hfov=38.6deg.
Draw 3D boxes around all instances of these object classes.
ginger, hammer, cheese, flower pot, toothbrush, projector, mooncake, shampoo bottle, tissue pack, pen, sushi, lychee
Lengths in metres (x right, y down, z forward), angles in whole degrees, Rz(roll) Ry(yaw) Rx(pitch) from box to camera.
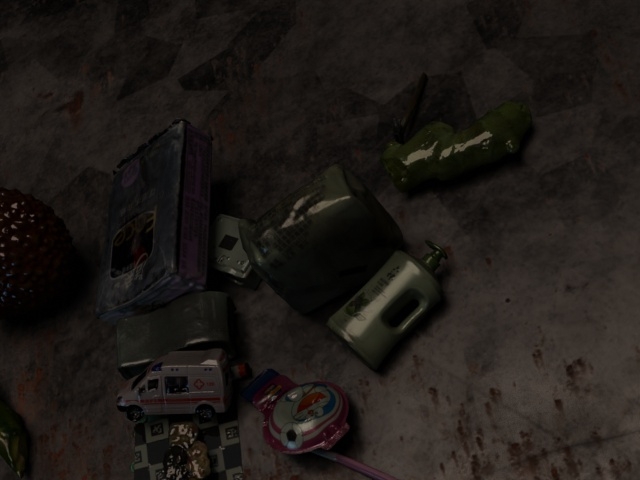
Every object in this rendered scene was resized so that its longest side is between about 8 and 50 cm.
[{"bbox_3d":[0.247,-0.178,1.682,0.290,0.089,0.137,-16,35,22],"label":"ginger"},{"bbox_3d":[0.178,-0.266,1.799,0.017,0.062,0.182,5,55,28],"label":"hammer"},{"bbox_3d":[-0.046,0.280,1.530,0.155,0.062,0.244,-39,37,-22],"label":"cheese"},{"bbox_3d":[-0.263,0.182,1.687,0.229,0.103,0.108,-18,53,14],"label":"flower pot"},{"bbox_3d":[0.046,0.356,1.469,0.286,0.020,0.025,16,61,34],"label":"toothbrush"},{"bbox_3d":[-0.165,0.019,1.775,0.147,0.061,0.115,18,70,35],"label":"projector"},{"bbox_3d":[-0.003,-0.004,1.583,0.254,0.250,0.136,-29,53,8],"label":"mooncake"},{"bbox_3d":[0.129,0.098,1.551,0.118,0.087,0.234,42,82,19],"label":"shampoo bottle"},{"bbox_3d":[-0.321,-0.027,1.803,0.259,0.122,0.361,-29,48,38],"label":"tissue pack"},{"bbox_3d":[-0.227,0.262,1.667,0.218,0.026,0.026,-18,53,16],"label":"pen"},{"bbox_3d":[-0.232,0.381,1.541,0.192,0.050,0.215,-10,54,2],"label":"sushi"},{"bbox_3d":[-0.653,0.029,1.878,0.304,0.275,0.275,4,60,8],"label":"lychee"}]

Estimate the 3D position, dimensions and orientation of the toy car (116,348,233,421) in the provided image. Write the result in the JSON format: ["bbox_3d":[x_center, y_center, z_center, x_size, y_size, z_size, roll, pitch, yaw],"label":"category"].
[{"bbox_3d":[-0.258,0.249,1.600,0.210,0.108,0.089,-3,21,6],"label":"toy car"}]

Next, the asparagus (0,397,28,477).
[{"bbox_3d":[-0.653,0.338,1.795,0.085,0.082,0.343,-47,52,-13],"label":"asparagus"}]

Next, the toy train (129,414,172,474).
[{"bbox_3d":[-0.300,0.358,1.631,0.071,0.038,0.147,-15,53,15],"label":"toy train"}]
